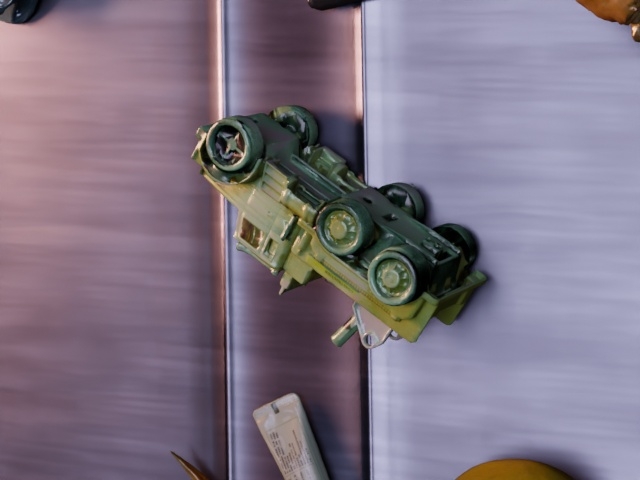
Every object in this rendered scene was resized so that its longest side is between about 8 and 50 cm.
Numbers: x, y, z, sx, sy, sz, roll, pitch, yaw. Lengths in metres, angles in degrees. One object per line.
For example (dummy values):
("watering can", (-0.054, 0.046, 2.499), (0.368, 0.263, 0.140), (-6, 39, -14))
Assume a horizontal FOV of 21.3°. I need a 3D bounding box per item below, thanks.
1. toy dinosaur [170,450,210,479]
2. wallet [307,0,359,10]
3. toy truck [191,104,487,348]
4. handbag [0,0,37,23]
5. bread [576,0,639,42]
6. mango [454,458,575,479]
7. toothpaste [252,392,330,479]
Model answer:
("toy dinosaur", (-0.102, 0.239, 1.529), (0.113, 0.026, 0.041), (41, 97, 7))
("wallet", (0.091, -0.285, 1.462), (0.244, 0.025, 0.124), (-11, 85, 20))
("toy truck", (-0.001, -0.004, 1.446), (0.259, 0.128, 0.135), (41, 117, 17))
("handbag", (-0.348, -0.320, 1.615), (0.229, 0.062, 0.179), (27, 99, 19))
("bread", (0.262, -0.283, 1.343), (0.139, 0.143, 0.229), (33, 98, 29))
("mango", (0.134, 0.285, 1.406), (0.137, 0.091, 0.237), (35, 108, 24))
("toothpaste", (-0.002, 0.230, 1.491), (0.048, 0.029, 0.197), (-28, 77, 16))
